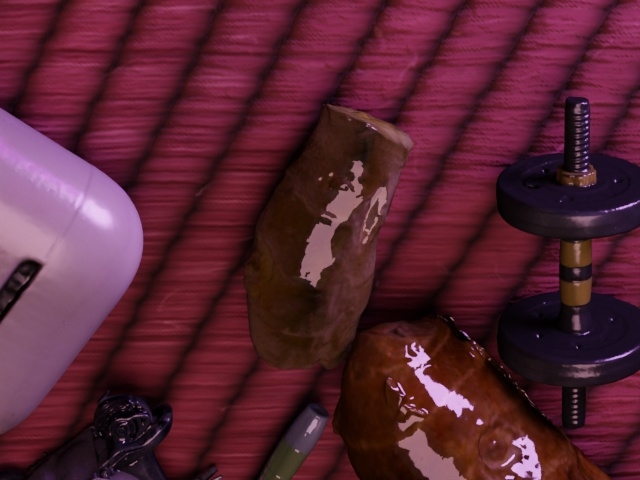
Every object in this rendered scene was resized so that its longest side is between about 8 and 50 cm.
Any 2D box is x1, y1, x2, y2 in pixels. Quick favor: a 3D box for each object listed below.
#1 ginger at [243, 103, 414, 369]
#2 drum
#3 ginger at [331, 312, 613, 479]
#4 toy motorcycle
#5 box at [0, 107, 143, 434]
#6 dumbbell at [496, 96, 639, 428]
[{"bbox_3d":[0.000,0.000,1.691,0.116,0.109,0.263,25,112,13],"label":"ginger"},{"bbox_3d":[-0.085,0.259,1.831,0.130,0.049,0.253,12,114,-10],"label":"drum"},{"bbox_3d":[0.144,0.252,1.767,0.418,0.176,0.254,45,131,-17],"label":"ginger"},{"bbox_3d":[-0.225,0.250,1.796,0.263,0.091,0.157,-37,121,13],"label":"toy motorcycle"},{"bbox_3d":[-0.352,0.002,1.638,0.349,0.141,0.288,33,106,-18],"label":"box"},{"bbox_3d":[0.231,0.025,1.705,0.143,0.143,0.325,-5,115,-4],"label":"dumbbell"}]
